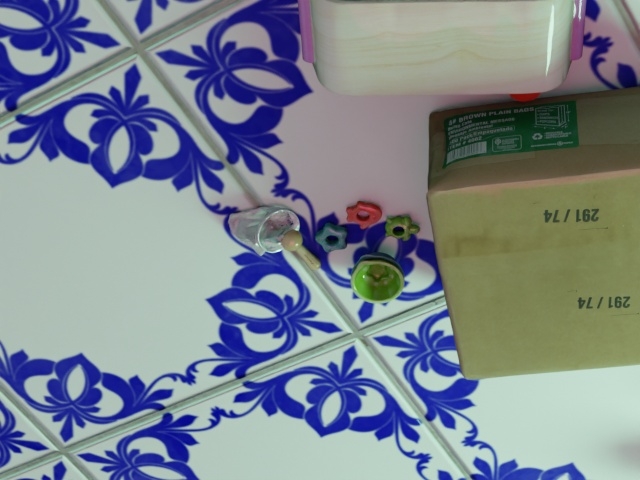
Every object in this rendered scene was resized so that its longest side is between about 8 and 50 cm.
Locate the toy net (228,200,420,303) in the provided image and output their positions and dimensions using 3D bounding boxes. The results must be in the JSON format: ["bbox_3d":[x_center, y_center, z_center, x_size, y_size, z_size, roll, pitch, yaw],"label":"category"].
[{"bbox_3d":[0.000,0.000,1.735,0.232,0.045,0.122,14,129,-6],"label":"toy net"}]

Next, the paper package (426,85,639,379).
[{"bbox_3d":[0.302,-0.009,1.624,0.325,0.168,0.309,-6,126,11],"label":"paper package"}]

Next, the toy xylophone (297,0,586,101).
[{"bbox_3d":[0.133,-0.250,1.501,0.323,0.081,0.236,6,129,0],"label":"toy xylophone"}]
